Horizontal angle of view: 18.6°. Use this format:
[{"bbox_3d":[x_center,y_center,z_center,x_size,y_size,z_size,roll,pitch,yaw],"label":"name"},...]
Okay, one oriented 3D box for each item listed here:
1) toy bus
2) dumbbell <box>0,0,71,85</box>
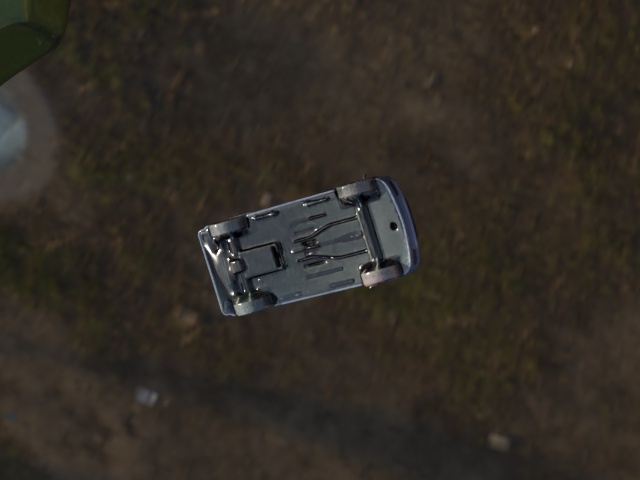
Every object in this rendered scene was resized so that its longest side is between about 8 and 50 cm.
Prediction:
[{"bbox_3d":[0.000,0.000,1.363,0.167,0.076,0.073,-14,94,33],"label":"toy bus"},{"bbox_3d":[-0.161,-0.101,0.574,0.121,0.302,0.108,26,91,-25],"label":"dumbbell"}]
